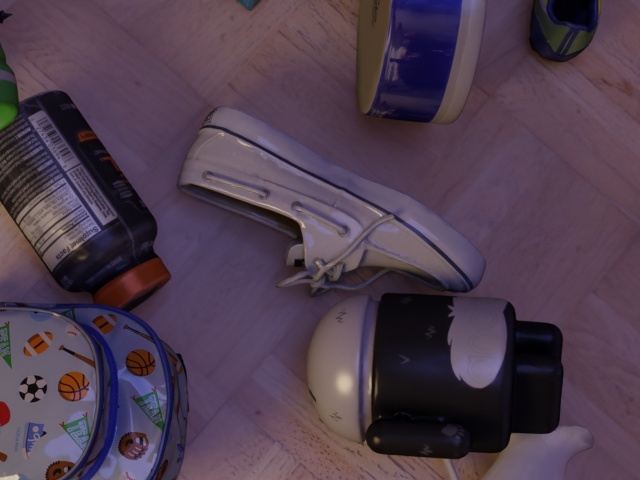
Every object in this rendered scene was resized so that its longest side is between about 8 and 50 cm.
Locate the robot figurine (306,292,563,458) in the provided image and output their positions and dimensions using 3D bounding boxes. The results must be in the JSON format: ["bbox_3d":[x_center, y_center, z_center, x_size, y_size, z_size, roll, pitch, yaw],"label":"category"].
[{"bbox_3d":[0.124,0.146,1.418,0.278,0.209,0.174,2,84,8],"label":"robot figurine"}]

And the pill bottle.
[{"bbox_3d":[-0.268,-0.033,1.426,0.130,0.130,0.246,-34,86,-16],"label":"pill bottle"}]

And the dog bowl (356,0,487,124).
[{"bbox_3d":[0.112,-0.268,1.480,0.104,0.265,0.265,4,77,-7],"label":"dog bowl"}]

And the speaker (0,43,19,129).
[{"bbox_3d":[-0.413,-0.251,1.336,0.131,0.131,0.297,-20,81,-14],"label":"speaker"}]

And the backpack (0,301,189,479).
[{"bbox_3d":[-0.271,0.175,1.322,0.263,0.213,0.277,-1,78,0],"label":"backpack"}]

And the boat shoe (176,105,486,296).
[{"bbox_3d":[0.000,-0.003,1.467,0.367,0.136,0.156,29,74,0],"label":"boat shoe"}]

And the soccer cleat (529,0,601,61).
[{"bbox_3d":[0.323,-0.364,1.615,0.093,0.121,0.289,11,75,-7],"label":"soccer cleat"}]

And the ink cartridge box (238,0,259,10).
[{"bbox_3d":[-0.119,-0.381,1.569,0.181,0.061,0.104,39,73,1],"label":"ink cartridge box"}]

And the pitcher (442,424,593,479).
[{"bbox_3d":[0.200,0.294,1.453,0.177,0.125,0.207,13,63,14],"label":"pitcher"}]

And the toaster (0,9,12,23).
[{"bbox_3d":[-0.458,-0.193,1.437,0.185,0.110,0.168,19,75,-6],"label":"toaster"}]
